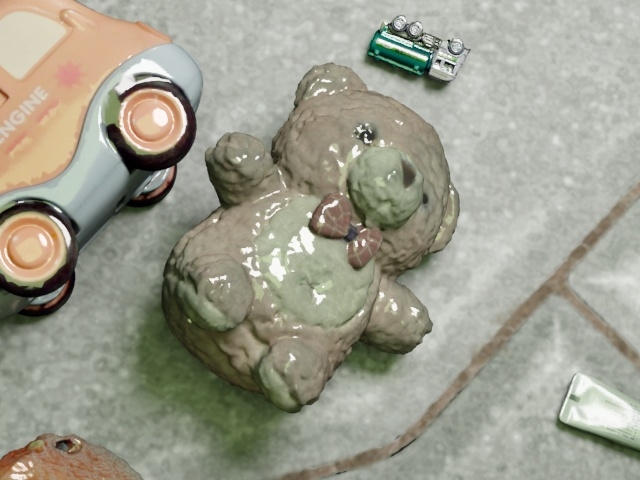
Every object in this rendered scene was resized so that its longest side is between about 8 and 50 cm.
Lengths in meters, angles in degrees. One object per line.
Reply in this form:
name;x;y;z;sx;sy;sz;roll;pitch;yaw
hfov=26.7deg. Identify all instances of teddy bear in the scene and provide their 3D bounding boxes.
teddy bear;-0.001;0.001;1.067;0.267;0.151;0.236;-44;108;-11

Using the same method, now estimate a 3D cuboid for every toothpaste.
toothpaste;0.296;0.169;1.136;0.197;0.029;0.048;24;74;0

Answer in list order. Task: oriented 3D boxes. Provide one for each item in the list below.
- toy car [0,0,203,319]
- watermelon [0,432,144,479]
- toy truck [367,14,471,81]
toy car;-0.229;-0.077;1.026;0.212;0.180;0.270;42;76;-2
watermelon;-0.226;0.249;1.012;0.257;0.140;0.193;-36;94;-21
toy truck;0.085;-0.164;1.168;0.083;0.039;0.044;22;93;-2
